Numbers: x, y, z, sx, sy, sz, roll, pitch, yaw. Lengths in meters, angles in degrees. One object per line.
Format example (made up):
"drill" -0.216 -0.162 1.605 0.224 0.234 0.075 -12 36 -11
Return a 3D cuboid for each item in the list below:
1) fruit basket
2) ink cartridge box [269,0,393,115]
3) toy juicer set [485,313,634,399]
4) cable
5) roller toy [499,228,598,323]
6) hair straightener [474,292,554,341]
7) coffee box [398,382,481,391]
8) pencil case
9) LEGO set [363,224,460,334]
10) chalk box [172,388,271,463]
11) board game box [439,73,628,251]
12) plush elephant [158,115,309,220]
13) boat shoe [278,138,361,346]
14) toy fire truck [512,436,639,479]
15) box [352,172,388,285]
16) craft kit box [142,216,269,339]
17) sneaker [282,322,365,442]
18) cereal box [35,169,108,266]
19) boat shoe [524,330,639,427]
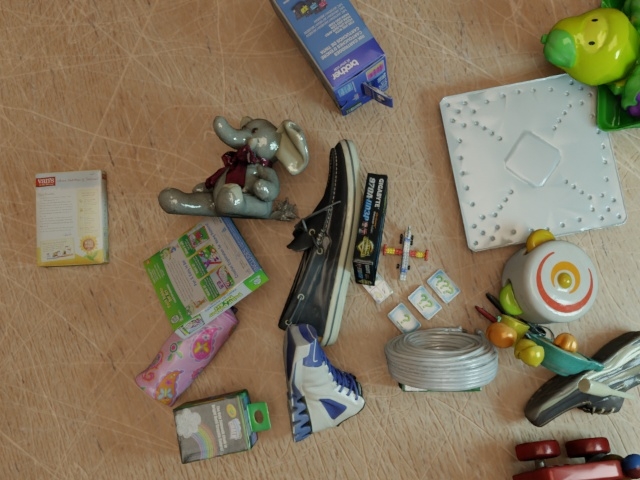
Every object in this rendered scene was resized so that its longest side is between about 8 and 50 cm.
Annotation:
"fruit basket" 0.717 -0.446 1.572 0.392 0.283 0.392 2 87 -32
"ink cartridge box" 0.030 -0.467 1.626 0.151 0.270 0.395 -31 85 5
"toy juicer set" 0.514 0.242 1.481 0.329 0.209 0.090 27 97 32
"cable" 0.274 0.269 1.562 0.257 0.257 0.089 -2 97 -3
"roller toy" 0.539 0.096 1.600 0.191 0.146 0.209 24 77 -8
"hair straightener" 0.491 0.201 1.659 0.230 0.047 0.089 38 88 5
"coffee box" 0.281 0.335 1.626 0.184 0.113 0.040 -1 84 1
"pencil case" -0.319 0.262 1.661 0.124 0.124 0.284 38 88 5
"LEGO set" 0.203 0.089 1.680 0.182 0.060 0.244 -40 84 -5
"chalk box" -0.225 0.436 1.634 0.213 0.132 0.132 -12 84 1
"board game box" 0.518 -0.195 1.690 0.389 0.050 0.390 -11 85 2
"plush elephant" -0.173 -0.181 1.609 0.271 0.330 0.256 2 89 48
"boat shoe" 0.000 0.000 1.634 0.156 0.187 0.500 10 91 -4
"toy fire truck" 0.583 0.516 1.500 0.302 0.254 0.169 -2 68 -8
"box" 0.117 -0.023 1.594 0.051 0.175 0.220 8 71 8
"craft kit box" -0.280 0.073 1.642 0.246 0.061 0.250 -33 50 -2
"sneaker" 0.011 0.327 1.608 0.182 0.127 0.316 -7 120 -11
"cereal box" -0.629 -0.055 1.735 0.173 0.047 0.240 -2 85 2
"boat shoe" 0.650 0.347 1.599 0.355 0.132 0.130 -32 84 1
